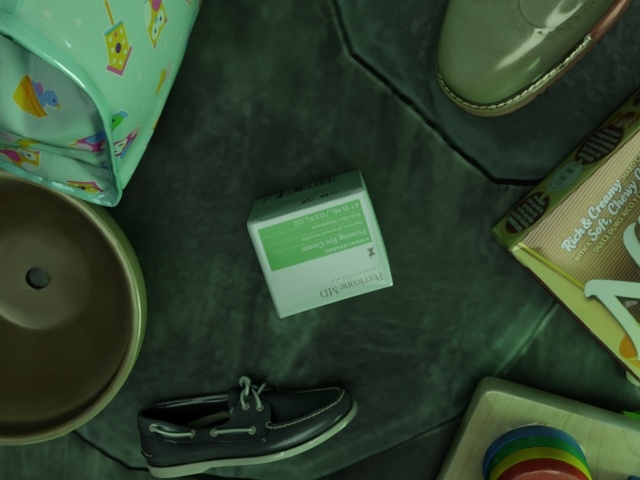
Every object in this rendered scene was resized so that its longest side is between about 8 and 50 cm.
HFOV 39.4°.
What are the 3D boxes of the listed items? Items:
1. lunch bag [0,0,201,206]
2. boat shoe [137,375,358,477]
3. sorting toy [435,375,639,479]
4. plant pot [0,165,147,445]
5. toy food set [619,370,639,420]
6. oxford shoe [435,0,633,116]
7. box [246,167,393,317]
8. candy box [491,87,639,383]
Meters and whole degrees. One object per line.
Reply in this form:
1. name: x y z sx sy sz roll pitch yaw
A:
1. lunch bag: -0.172 -0.174 0.604 0.160 0.262 0.223 17 72 -2
2. boat shoe: -0.070 0.160 0.810 0.206 0.075 0.064 -16 105 10
3. sorting toy: 0.223 0.280 0.796 0.256 0.089 0.257 17 115 -2
4. plant pot: -0.260 0.045 0.771 0.238 0.110 0.237 1 104 3
5. toy food set: 0.301 0.216 0.828 0.132 0.038 0.192 22 103 -3
6. oxford shoe: 0.187 -0.274 0.638 0.140 0.146 0.397 37 108 25
7. box: 0.000 0.000 0.756 0.101 0.102 0.087 -17 104 5
8. candy box: 0.323 -0.048 0.740 0.183 0.087 0.316 44 101 -9
